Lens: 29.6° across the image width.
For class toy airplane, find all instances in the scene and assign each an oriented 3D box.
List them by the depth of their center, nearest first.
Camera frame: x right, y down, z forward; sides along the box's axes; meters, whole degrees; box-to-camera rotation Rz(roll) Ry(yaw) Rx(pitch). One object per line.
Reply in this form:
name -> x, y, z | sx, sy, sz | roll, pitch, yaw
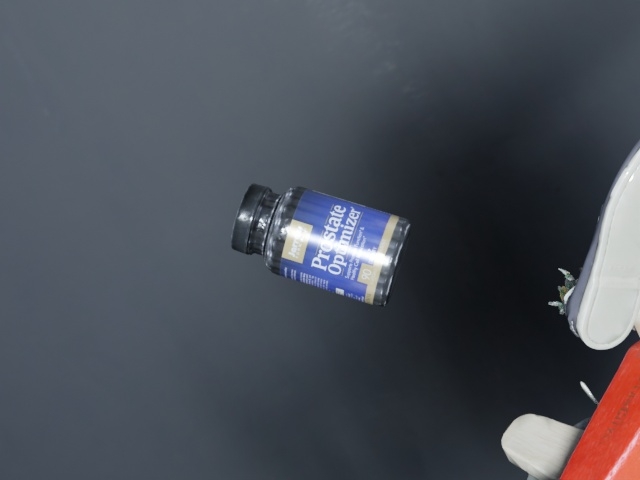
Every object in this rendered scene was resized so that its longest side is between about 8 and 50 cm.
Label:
toy airplane -> 0.360, 0.258, 1.290 | 0.272, 0.386, 0.384 | 38, 122, -24

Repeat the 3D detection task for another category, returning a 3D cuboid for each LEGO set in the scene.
LEGO set -> 0.278, 0.056, 1.321 | 0.083, 0.023, 0.054 | 172, 93, -69

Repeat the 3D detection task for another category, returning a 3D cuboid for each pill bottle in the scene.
pill bottle -> 0.000, 0.000, 1.595 | 0.219, 0.123, 0.123 | 17, 141, 7

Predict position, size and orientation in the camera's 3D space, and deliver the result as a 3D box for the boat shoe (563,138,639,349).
boat shoe -> 0.260, -0.009, 1.057 | 0.065, 0.075, 0.206 | -127, 50, -63
